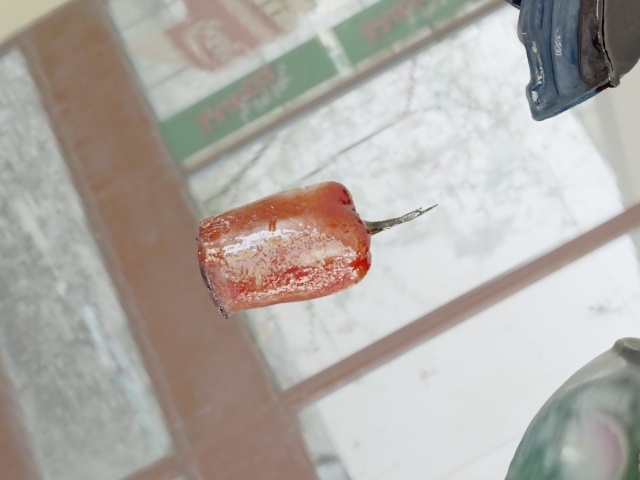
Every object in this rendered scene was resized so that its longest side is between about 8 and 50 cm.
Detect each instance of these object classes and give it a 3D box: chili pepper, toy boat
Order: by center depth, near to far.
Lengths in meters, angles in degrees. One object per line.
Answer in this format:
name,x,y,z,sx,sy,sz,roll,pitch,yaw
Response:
chili pepper,0.000,0.000,1.124,0.086,0.192,0.084,90,-17,-72
toy boat,0.230,-0.254,1.294,0.129,0.309,0.142,18,-8,-41

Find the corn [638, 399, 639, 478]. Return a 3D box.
corn,0.278,0.130,1.053,0.093,0.093,0.244,-106,-167,-78

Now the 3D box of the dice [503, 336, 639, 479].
dice,0.381,0.297,1.366,0.330,0.348,0.328,13,8,-43
